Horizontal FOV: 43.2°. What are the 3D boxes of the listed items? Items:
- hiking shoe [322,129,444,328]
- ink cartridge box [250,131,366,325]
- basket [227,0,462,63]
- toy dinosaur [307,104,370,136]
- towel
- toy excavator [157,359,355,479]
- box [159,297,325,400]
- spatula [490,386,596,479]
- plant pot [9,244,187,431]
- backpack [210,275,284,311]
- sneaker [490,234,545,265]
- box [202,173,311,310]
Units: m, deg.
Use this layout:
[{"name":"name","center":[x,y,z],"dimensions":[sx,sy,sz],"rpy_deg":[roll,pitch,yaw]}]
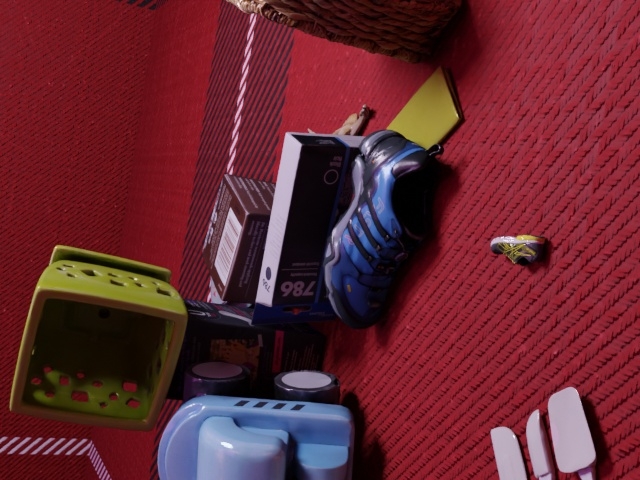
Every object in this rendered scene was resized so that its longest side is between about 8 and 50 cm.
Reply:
[{"name":"hiking shoe","center":[0.087,-0.003,1.163],"dimensions":[0.132,0.113,0.304],"rpy_deg":[31,117,53]},{"name":"ink cartridge box","center":[0.000,0.000,1.260],"dimensions":[0.065,0.165,0.333],"rpy_deg":[45,130,52]},{"name":"basket","center":[0.025,-0.344,1.179],"dimensions":[0.223,0.299,0.214],"rpy_deg":[-48,42,46]},{"name":"toy dinosaur","center":[0.037,-0.179,1.414],"dimensions":[0.183,0.053,0.093],"rpy_deg":[-17,51,55]},{"name":"towel","center":[0.135,-0.148,1.217],"dimensions":[0.237,0.021,0.102],"rpy_deg":[-49,46,48]},{"name":"toy excavator","center":[-0.029,0.350,1.109],"dimensions":[0.445,0.432,0.223],"rpy_deg":[-75,-11,-80]},{"name":"box","center":[-0.153,0.198,1.418],"dimensions":[0.165,0.270,0.144],"rpy_deg":[22,100,64]},{"name":"spatula","center":[0.247,0.292,0.841],"dimensions":[0.168,0.019,0.242],"rpy_deg":[-47,42,50]},{"name":"plant pot","center":[-0.350,0.143,1.286],"dimensions":[0.207,0.227,0.228],"rpy_deg":[-118,45,-63]},{"name":"backpack","center":[-0.143,0.054,1.601],"dimensions":[0.166,0.144,0.189],"rpy_deg":[139,136,-62]},{"name":"sneaker","center":[0.229,0.013,0.949],"dimensions":[0.083,0.031,0.035],"rpy_deg":[-13,71,63]},{"name":"box","center":[-0.077,0.005,1.397],"dimensions":[0.167,0.203,0.169],"rpy_deg":[53,130,57]}]
